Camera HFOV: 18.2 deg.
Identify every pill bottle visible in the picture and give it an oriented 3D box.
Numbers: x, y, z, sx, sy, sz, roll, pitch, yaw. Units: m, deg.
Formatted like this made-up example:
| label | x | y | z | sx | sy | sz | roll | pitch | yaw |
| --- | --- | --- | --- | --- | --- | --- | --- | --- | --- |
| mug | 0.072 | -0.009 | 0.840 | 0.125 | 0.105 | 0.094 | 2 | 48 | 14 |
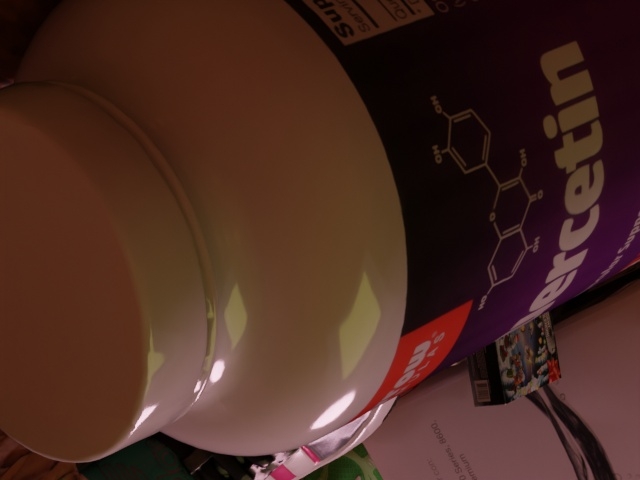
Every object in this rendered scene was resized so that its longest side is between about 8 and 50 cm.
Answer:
| label | x | y | z | sx | sy | sz | roll | pitch | yaw |
| --- | --- | --- | --- | --- | --- | --- | --- | --- | --- |
| pill bottle | 0.011 | -0.034 | 0.750 | 0.323 | 0.181 | 0.181 | -25 | 162 | -42 |

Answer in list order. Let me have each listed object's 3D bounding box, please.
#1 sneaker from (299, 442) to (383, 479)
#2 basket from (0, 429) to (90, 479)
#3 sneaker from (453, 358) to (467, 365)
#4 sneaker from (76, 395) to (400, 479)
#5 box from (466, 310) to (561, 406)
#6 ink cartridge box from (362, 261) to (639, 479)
| label | x | y | z | sx | sy | sz | roll | pitch | yaw |
| --- | --- | --- | --- | --- | --- | --- | --- | --- | --- |
| sneaker | -0.004 | 0.261 | 1.816 | 0.123 | 0.109 | 0.295 | -31 | 166 | -40 |
| basket | -0.242 | 0.209 | 0.846 | 0.299 | 0.213 | 0.223 | -26 | 165 | -41 |
| sneaker | 0.120 | 0.056 | 1.566 | 0.170 | 0.068 | 0.071 | -24 | 173 | -34 |
| sneaker | -0.074 | 0.130 | 1.218 | 0.295 | 0.124 | 0.178 | -47 | 173 | 37 |
| box | 0.128 | 0.040 | 1.392 | 0.027 | 0.137 | 0.094 | -7 | -175 | 31 |
| ink cartridge box | 0.265 | 0.100 | 1.590 | 0.395 | 0.166 | 0.285 | -29 | -179 | 29 |
